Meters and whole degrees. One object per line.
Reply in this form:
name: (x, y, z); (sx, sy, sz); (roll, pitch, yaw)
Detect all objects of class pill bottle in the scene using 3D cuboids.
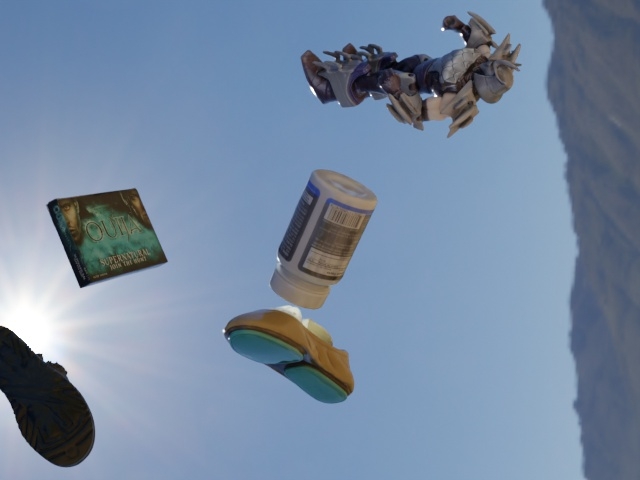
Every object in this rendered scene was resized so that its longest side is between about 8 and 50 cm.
pill bottle: (0.000, 0.000, 1.003); (0.137, 0.078, 0.078); (-65, -17, 19)

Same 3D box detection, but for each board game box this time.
board game box: (-0.302, -0.008, 1.339); (0.126, 0.026, 0.186); (66, -155, 2)

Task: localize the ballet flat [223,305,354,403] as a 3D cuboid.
ballet flat: (-0.034, 0.113, 1.040); (0.232, 0.080, 0.073); (46, -138, -51)

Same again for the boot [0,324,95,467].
boot: (-0.396, 0.245, 1.381); (0.094, 0.246, 0.207); (-41, -19, -14)

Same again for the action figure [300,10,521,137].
action figure: (0.116, -0.199, 1.120); (0.185, 0.285, 0.099); (-38, -59, -35)
